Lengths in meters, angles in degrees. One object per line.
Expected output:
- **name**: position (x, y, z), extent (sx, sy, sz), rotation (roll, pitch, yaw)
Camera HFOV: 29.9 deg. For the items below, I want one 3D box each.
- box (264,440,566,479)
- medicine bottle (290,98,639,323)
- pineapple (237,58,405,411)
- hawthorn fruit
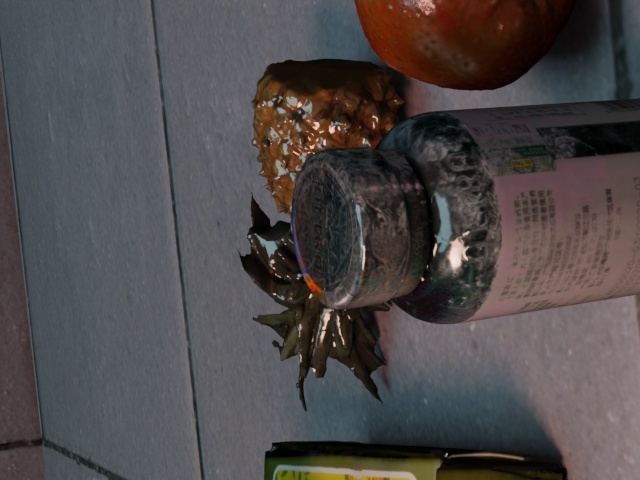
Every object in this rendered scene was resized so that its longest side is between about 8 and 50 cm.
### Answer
- **box**: position (0.063, 0.402, 1.121), extent (0.373, 0.138, 0.420), rotation (163, 112, -64)
- **medicine bottle**: position (0.130, -0.020, 0.810), extent (0.141, 0.293, 0.141), rotation (23, 116, 59)
- **pineapple**: position (-0.003, 0.000, 1.223), extent (0.165, 0.165, 0.365), rotation (38, 130, 54)
- **hawthorn fruit**: position (0.102, -0.207, 0.950), extent (0.200, 0.179, 0.179), rotation (-159, 66, -63)
